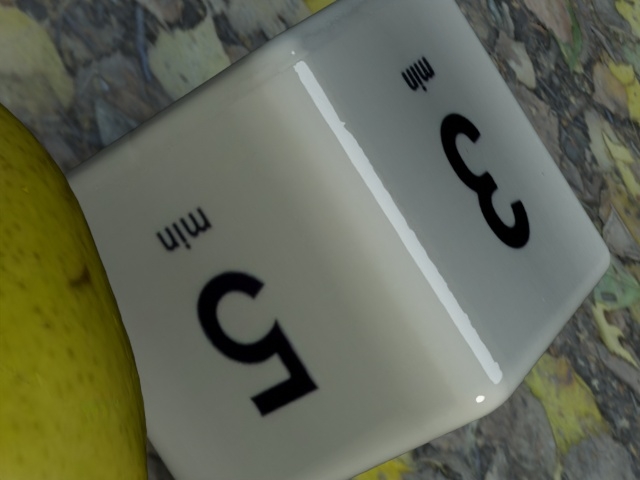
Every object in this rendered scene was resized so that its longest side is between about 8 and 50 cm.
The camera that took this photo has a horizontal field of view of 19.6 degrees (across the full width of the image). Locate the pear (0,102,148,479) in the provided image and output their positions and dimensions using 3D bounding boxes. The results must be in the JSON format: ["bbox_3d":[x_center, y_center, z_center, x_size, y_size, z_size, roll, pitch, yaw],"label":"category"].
[{"bbox_3d":[-0.184,0.052,0.525,0.336,0.285,0.285,124,-58,-78],"label":"pear"}]

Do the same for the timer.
[{"bbox_3d":[0.000,0.000,0.929,0.195,0.194,0.192,58,32,-5],"label":"timer"}]
